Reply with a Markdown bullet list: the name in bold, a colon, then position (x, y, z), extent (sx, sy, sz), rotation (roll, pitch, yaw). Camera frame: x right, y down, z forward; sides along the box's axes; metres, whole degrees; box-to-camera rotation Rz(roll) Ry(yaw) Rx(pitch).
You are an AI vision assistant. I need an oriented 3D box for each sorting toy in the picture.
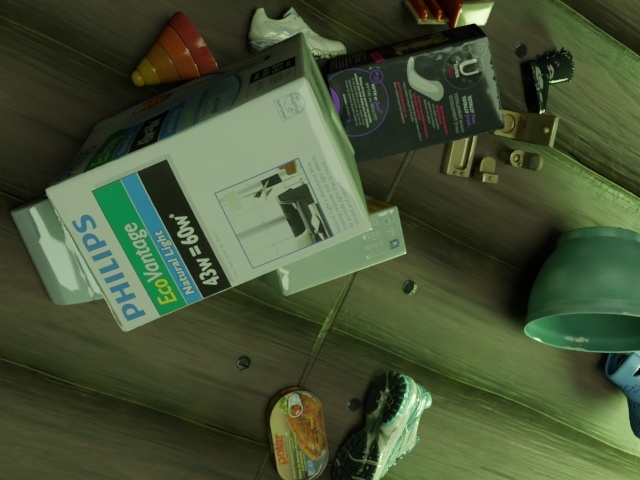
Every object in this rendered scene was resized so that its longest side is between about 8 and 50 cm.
- **sorting toy**: position (-0.187, -0.181, 1.578), extent (0.126, 0.127, 0.365), rotation (-32, 112, -10)

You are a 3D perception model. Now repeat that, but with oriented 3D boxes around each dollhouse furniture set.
- **dollhouse furniture set**: position (0.247, -0.491, 1.641), extent (0.135, 0.262, 0.259), rotation (-3, 134, -21)
- **dollhouse furniture set**: position (0.331, -0.177, 1.806), extent (0.151, 0.123, 0.144), rotation (7, 99, -25)

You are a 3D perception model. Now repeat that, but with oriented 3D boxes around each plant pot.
- **plant pot**: position (0.549, 0.089, 1.900), extent (0.293, 0.293, 0.196), rotation (16, 69, -26)

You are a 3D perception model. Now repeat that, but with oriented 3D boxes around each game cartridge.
- **game cartridge**: position (-0.327, -0.020, 1.592), extent (0.297, 0.062, 0.198), rotation (-26, 107, -17)

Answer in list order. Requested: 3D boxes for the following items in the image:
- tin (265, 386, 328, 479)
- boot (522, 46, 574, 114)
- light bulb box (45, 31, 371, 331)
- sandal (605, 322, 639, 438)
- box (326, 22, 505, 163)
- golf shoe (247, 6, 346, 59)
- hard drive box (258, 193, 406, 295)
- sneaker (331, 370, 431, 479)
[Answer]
- **tin**: position (-0.045, 0.363, 1.813), extent (0.106, 0.040, 0.189), rotation (-14, 107, -25)
- **boot**: position (0.442, -0.305, 1.873), extent (0.099, 0.045, 0.121), rotation (-19, 108, -22)
- **light bulb box**: position (-0.144, -0.097, 1.374), extent (0.361, 0.358, 0.225), rotation (-22, 110, 6)
- **sandal**: position (0.662, 0.274, 2.066), extent (0.138, 0.126, 0.317), rotation (-11, 98, -18)
- **box**: position (0.158, -0.250, 1.649), extent (0.271, 0.143, 0.165), rotation (-12, 110, 6)
- **golf shoe**: position (-0.035, -0.350, 1.639), extent (0.176, 0.069, 0.085), rotation (2, 95, -25)
- **hard drive box**: position (0.000, 0.000, 1.669), extent (0.232, 0.181, 0.089), rotation (-20, 109, -20)
- **sneaker**: position (0.128, 0.395, 1.860), extent (0.122, 0.110, 0.283), rotation (24, 96, -38)
